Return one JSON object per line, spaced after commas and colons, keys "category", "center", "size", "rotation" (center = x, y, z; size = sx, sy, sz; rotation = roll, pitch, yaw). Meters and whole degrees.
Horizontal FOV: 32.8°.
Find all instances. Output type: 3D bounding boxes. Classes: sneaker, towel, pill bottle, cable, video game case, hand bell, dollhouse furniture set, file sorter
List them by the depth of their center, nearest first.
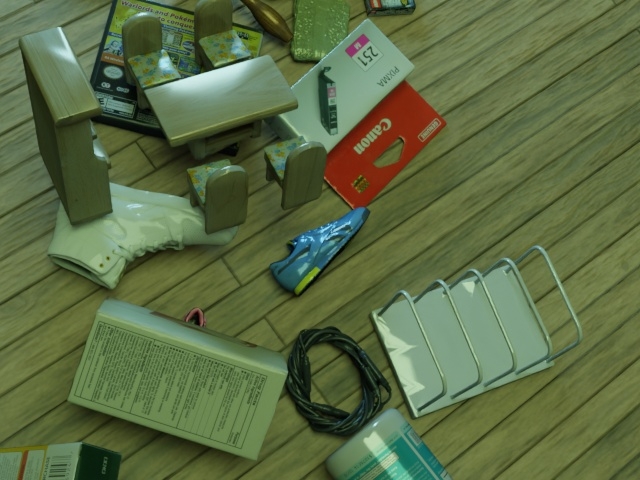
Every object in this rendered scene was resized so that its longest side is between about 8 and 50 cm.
{"category": "pill bottle", "center": [0.138, 0.401, 1.675], "size": [0.146, 0.146, 0.264], "rotation": [-35, 80, -23]}
{"category": "dollhouse furniture set", "center": [-0.232, -0.216, 1.676], "size": [0.394, 0.256, 0.362], "rotation": [-20, 59, -18]}
{"category": "sneaker", "center": [-0.210, 0.159, 1.731], "size": [0.047, 0.057, 0.119], "rotation": [15, 68, -10]}
{"category": "sneaker", "center": [-0.288, 0.010, 1.750], "size": [0.292, 0.108, 0.169], "rotation": [11, 68, 1]}
{"category": "cable", "center": [0.017, 0.226, 1.774], "size": [0.150, 0.047, 0.184], "rotation": [-35, 79, -16]}
{"category": "file sorter", "center": [0.260, 0.144, 1.792], "size": [0.277, 0.173, 0.193], "rotation": [-17, 75, -20]}
{"category": "sneaker", "center": [0.000, 0.000, 1.839], "size": [0.082, 0.069, 0.209], "rotation": [41, 66, 8]}
{"category": "video game case", "center": [-0.254, -0.293, 1.907], "size": [0.274, 0.035, 0.248], "rotation": [13, 67, -8]}
{"category": "hand bell", "center": [-0.143, -0.445, 1.963], "size": [0.242, 0.126, 0.126], "rotation": [44, 65, -4]}
{"category": "towel", "center": [0.000, -0.390, 2.013], "size": [0.110, 0.027, 0.148], "rotation": [8, 67, -12]}

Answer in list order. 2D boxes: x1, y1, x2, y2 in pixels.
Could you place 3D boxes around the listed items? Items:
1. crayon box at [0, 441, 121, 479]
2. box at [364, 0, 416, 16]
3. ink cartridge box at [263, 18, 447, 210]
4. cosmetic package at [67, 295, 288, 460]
{"category": "crayon box", "center": [-0.424, 0.392, 1.499], "size": [0.083, 0.322, 0.203], "rotation": [31, 57, -47]}
{"category": "box", "center": [0.122, -0.496, 2.083], "size": [0.093, 0.027, 0.137], "rotation": [-8, 72, -16]}
{"category": "ink cartridge box", "center": [0.074, -0.222, 1.935], "size": [0.239, 0.060, 0.275], "rotation": [45, 66, -1]}
{"category": "cosmetic package", "center": [-0.212, 0.205, 1.646], "size": [0.296, 0.129, 0.153], "rotation": [20, 96, -6]}
